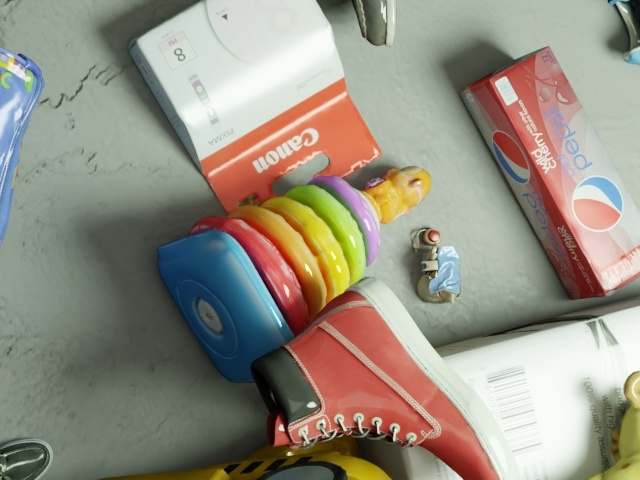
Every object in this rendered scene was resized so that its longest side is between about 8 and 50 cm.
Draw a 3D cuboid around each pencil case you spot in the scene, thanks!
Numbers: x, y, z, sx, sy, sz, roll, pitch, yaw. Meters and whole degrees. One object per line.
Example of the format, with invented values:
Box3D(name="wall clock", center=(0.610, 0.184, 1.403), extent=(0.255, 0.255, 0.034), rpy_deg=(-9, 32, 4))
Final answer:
Box3D(name="pencil case", center=(-0.348, -0.043, 1.601), extent=(0.133, 0.119, 0.306), rpy_deg=(11, 82, 14))

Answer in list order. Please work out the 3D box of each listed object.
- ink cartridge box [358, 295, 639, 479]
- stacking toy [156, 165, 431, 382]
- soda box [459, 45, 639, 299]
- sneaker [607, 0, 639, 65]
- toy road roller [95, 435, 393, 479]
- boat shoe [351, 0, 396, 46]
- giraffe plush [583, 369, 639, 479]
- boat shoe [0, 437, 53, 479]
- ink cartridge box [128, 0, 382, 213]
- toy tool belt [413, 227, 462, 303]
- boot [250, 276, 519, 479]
Box3D(name="ink cartridge box", center=(0.254, 0.226, 1.740), extent=(0.394, 0.166, 0.286), rpy_deg=(-13, 90, -16))
Box3D(name="stacking toy", center=(0.000, 0.000, 1.702), extent=(0.302, 0.175, 0.166), rpy_deg=(-34, 99, -28))
Box3D(name="soda box", center=(0.256, -0.069, 1.800), extent=(0.083, 0.092, 0.263), rpy_deg=(-30, 94, -17))
Box3D(name="sneaker", center=(0.352, -0.307, 1.851), extent=(0.086, 0.085, 0.237), rpy_deg=(-9, 87, -22))
Box3D(name="toy road roller", center=(-0.068, 0.299, 1.638), extent=(0.329, 0.240, 0.203), rpy_deg=(-8, 106, 18))
Box3D(name="boat shoe", center=(0.019, -0.359, 1.752), extent=(0.095, 0.112, 0.335), rpy_deg=(-6, 82, 0))
Box3D(name="giraffe plush", center=(0.329, 0.227, 1.610), extent=(0.210, 0.181, 0.170), rpy_deg=(20, 68, 20))
Box3D(name="boat shoe", center=(-0.323, 0.233, 1.631), extent=(0.142, 0.040, 0.049), rpy_deg=(-23, 93, -17))
Box3D(name="ink cartridge box", center=(-0.058, -0.148, 1.733), extent=(0.189, 0.066, 0.232), rpy_deg=(-32, 92, -16))
Box3D(name="toy tool belt", center=(0.128, 0.026, 1.776), extent=(0.052, 0.051, 0.083), rpy_deg=(-4, 87, -17))
Box3D(name="boot", center=(0.053, 0.176, 1.545), extent=(0.176, 0.088, 0.244), rpy_deg=(-37, 82, -24))
